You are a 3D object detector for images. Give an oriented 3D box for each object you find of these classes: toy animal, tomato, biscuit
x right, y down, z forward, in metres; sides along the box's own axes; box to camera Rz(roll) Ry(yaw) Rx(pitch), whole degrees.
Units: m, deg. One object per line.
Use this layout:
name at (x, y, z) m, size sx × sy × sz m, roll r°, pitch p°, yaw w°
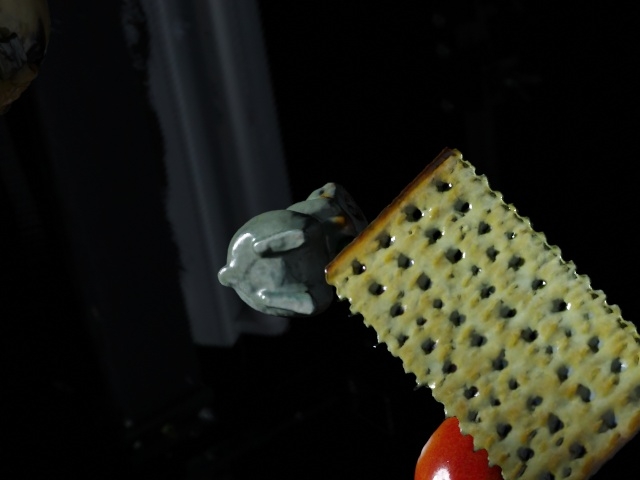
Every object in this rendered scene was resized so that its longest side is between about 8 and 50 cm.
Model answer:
toy animal at (-0.002, -0.002, 1.427) m, size 0.251 × 0.127 × 0.125 m, roll -34°, pitch -30°, yaw -61°
tomato at (0.194, 0.262, 1.372) m, size 0.195 × 0.136 × 0.195 m, roll 18°, pitch -125°, yaw -28°
biscuit at (0.118, 0.059, 0.870) m, size 0.139 × 0.231 × 0.016 m, roll -44°, pitch -20°, yaw 2°

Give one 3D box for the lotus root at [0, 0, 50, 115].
lotus root at (-0.349, -0.229, 1.058) m, size 0.182 × 0.183 × 0.310 m, roll -35°, pitch -91°, yaw -23°
